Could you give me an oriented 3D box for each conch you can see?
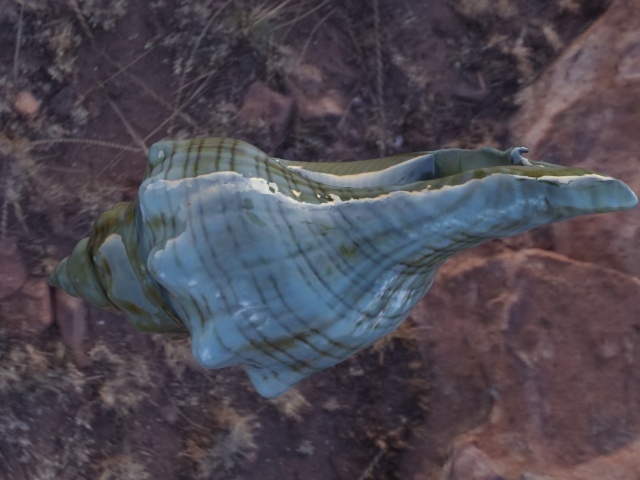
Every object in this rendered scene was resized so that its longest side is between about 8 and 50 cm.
[{"bbox_3d":[-0.001,0.012,0.683,0.385,0.203,0.170,4,117,9],"label":"conch"}]
